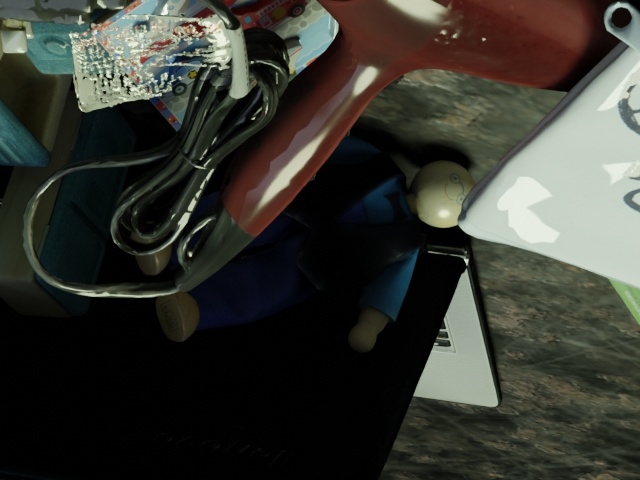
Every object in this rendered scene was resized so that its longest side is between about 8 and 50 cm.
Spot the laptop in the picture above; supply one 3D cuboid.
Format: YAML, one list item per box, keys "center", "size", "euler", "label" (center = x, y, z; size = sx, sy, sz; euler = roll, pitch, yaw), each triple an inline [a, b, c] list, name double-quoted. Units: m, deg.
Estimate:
- center: [-0.106, 0.103, 0.984]
  size: [0.382, 0.236, 0.408]
  euler: [7, 155, 15]
  label: "laptop"

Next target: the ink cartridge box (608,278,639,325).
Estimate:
- center: [0.274, 0.061, 0.906]
  size: [0.209, 0.062, 0.109]
  euler: [-2, 152, 31]
  label: "ink cartridge box"

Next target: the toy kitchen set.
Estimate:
- center: [-0.113, -0.053, 0.785]
  size: [0.166, 0.122, 0.207]
  euler: [3, 154, 22]
  label: "toy kitchen set"

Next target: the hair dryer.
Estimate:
- center: [0.006, -0.078, 0.663]
  size: [0.293, 0.080, 0.223]
  euler: [-7, 145, -3]
  label: "hair dryer"

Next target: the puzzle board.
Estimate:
- center: [-0.025, -0.100, 0.682]
  size: [0.128, 0.011, 0.096]
  euler: [-33, 144, 5]
  label: "puzzle board"

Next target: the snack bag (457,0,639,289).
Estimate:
- center: [0.261, -0.037, 0.636]
  size: [0.323, 0.037, 0.342]
  euler: [19, 143, -21]
  label: "snack bag"

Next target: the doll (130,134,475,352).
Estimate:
- center: [0.000, 0.000, 0.831]
  size: [0.189, 0.129, 0.046]
  euler: [-19, 172, -22]
  label: "doll"
